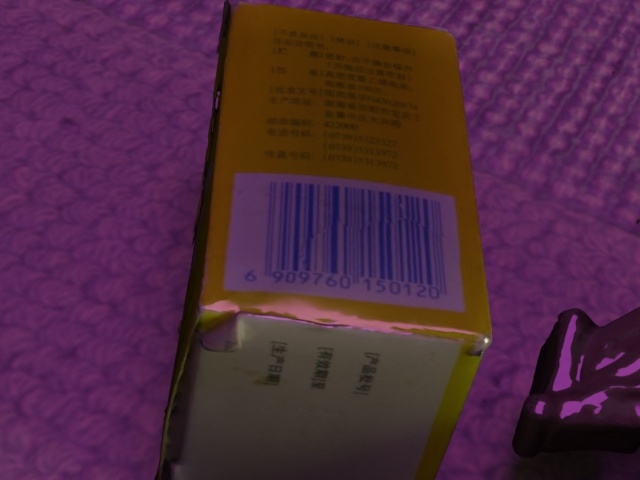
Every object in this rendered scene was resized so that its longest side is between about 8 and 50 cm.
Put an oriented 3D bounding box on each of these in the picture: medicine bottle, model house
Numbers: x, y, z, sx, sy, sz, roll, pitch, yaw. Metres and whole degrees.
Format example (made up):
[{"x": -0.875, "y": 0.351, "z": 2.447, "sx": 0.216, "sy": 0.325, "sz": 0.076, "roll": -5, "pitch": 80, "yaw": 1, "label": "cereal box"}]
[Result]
[{"x": 0.000, "y": 0.000, "z": 0.656, "sx": 0.141, "sy": 0.137, "sz": 0.250, "roll": 6, "pitch": 43, "yaw": -4, "label": "medicine bottle"}, {"x": 0.196, "y": 0.112, "z": 0.595, "sx": 0.188, "sy": 0.122, "sz": 0.229, "roll": -25, "pitch": 49, "yaw": -26, "label": "model house"}]
